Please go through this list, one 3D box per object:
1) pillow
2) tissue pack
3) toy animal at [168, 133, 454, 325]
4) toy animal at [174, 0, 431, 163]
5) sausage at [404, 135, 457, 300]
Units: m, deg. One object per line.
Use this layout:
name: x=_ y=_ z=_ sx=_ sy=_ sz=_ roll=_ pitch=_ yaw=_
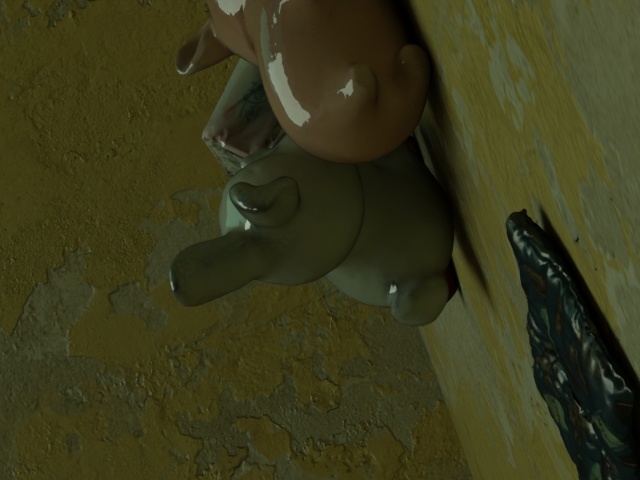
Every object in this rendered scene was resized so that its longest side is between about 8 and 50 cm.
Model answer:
pillow: x=0.199 y=0.116 z=0.885 sx=0.255 sy=0.034 sz=0.189 roll=72 pitch=177 yaw=-47
tissue pack: x=-0.034 y=-0.204 z=1.506 sx=0.124 sy=0.271 sz=0.201 roll=24 pitch=171 yaw=14
toy animal: x=-0.003 y=-0.007 z=1.327 sx=0.368 sy=0.196 sz=0.241 roll=6 pitch=-139 yaw=-45
toy animal: x=-0.006 y=-0.230 z=1.248 sx=0.269 sy=0.237 sz=0.326 roll=-32 pitch=72 yaw=61
sausage: x=0.122 y=-0.024 z=1.620 sx=0.083 sy=0.089 sz=0.300 roll=-97 pitch=-11 yaw=-58
